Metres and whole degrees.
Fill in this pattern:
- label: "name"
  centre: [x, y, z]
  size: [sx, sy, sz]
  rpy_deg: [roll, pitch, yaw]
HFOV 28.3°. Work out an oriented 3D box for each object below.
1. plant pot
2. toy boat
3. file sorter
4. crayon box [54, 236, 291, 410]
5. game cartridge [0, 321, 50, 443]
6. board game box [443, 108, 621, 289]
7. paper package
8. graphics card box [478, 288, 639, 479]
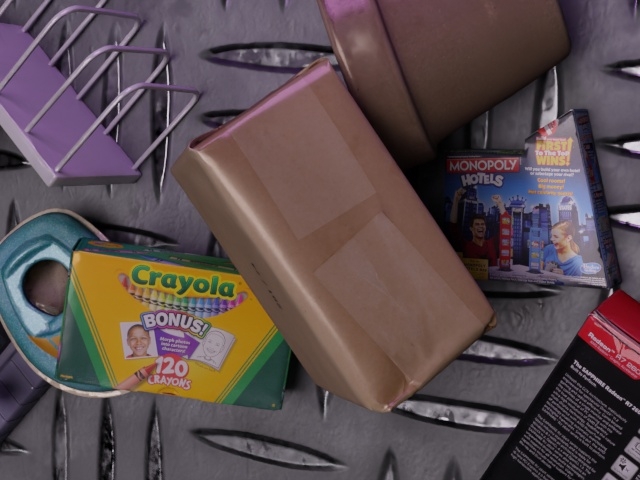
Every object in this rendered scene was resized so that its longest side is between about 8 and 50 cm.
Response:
- label: "plant pot"
  centre: [0.135, -0.230, 1.359]
  size: [0.229, 0.263, 0.263]
  rpy_deg: [-21, 87, 10]
- label: "toy boat"
  centre: [-0.373, 0.130, 1.655]
  size: [0.318, 0.148, 0.267]
  rpy_deg: [-42, 83, 4]
- label: "file sorter"
  centre: [-0.316, -0.227, 1.600]
  size: [0.173, 0.193, 0.277]
  rpy_deg: [-44, 76, 21]
- label: "crayon box"
  centre: [-0.173, 0.102, 1.558]
  size: [0.278, 0.081, 0.165]
  rpy_deg: [8, 101, -5]
- label: "game cartridge"
  centre: [-0.540, 0.121, 1.829]
  size: [0.355, 0.068, 0.230]
  rpy_deg: [48, 118, 14]
- label: "board game box"
  centre: [0.237, -0.051, 1.415]
  size: [0.194, 0.060, 0.194]
  rpy_deg: [5, 97, 26]
- label: "paper package"
  centre: [0.000, 0.000, 1.366]
  size: [0.168, 0.309, 0.325]
  rpy_deg: [-35, 95, -10]
- label: "graphics card box"
  centre: [0.309, 0.261, 1.353]
  size: [0.233, 0.094, 0.371]
  rpy_deg: [37, 124, 18]
